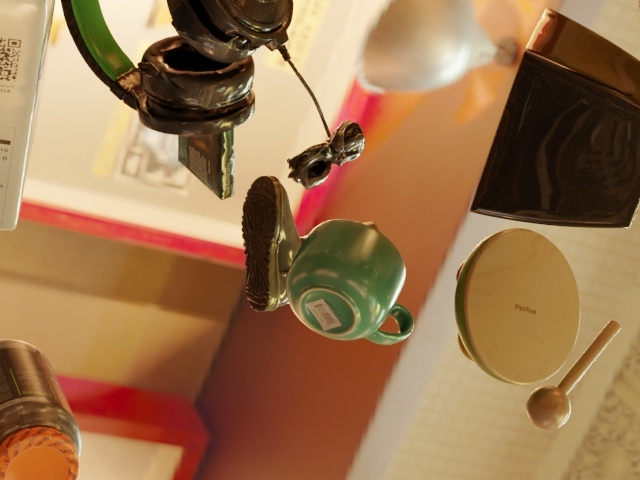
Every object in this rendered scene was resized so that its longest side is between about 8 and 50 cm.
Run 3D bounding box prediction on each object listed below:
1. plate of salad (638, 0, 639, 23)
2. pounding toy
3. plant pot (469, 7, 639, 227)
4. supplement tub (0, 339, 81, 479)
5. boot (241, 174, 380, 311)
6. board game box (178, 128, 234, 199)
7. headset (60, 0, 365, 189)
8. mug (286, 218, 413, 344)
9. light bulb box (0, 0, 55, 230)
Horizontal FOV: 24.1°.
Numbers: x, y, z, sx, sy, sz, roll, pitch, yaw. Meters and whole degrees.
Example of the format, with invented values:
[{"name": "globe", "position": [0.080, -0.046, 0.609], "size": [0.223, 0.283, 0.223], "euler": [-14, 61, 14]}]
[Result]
[{"name": "plate of salad", "position": [0.371, -0.278, 1.529], "size": [0.048, 0.200, 0.200], "euler": [19, -84, 23]}, {"name": "pounding toy", "position": [0.223, 0.097, 1.794], "size": [0.110, 0.237, 0.183], "euler": [-7, -136, 54]}, {"name": "plant pot", "position": [0.278, -0.115, 1.602], "size": [0.188, 0.167, 0.187], "euler": [-58, 166, -62]}, {"name": "supplement tub", "position": [-0.325, 0.197, 1.610], "size": [0.117, 0.117, 0.190], "euler": [-66, -150, 16]}, {"name": "boot", "position": [-0.001, -0.002, 1.934], "size": [0.076, 0.208, 0.190], "euler": [25, -63, 49]}, {"name": "board game box", "position": [-0.173, -0.169, 2.254], "size": [0.126, 0.026, 0.186], "euler": [42, -38, 38]}, {"name": "headset", "position": [-0.124, -0.198, 1.572], "size": [0.185, 0.394, 0.243], "euler": [-42, 163, -50]}, {"name": "mug", "position": [0.037, 0.059, 1.773], "size": [0.097, 0.157, 0.129], "euler": [-59, 165, -45]}, {"name": "light bulb box", "position": [-0.424, -0.214, 1.365], "size": [0.361, 0.357, 0.225], "euler": [116, -21, -54]}]
